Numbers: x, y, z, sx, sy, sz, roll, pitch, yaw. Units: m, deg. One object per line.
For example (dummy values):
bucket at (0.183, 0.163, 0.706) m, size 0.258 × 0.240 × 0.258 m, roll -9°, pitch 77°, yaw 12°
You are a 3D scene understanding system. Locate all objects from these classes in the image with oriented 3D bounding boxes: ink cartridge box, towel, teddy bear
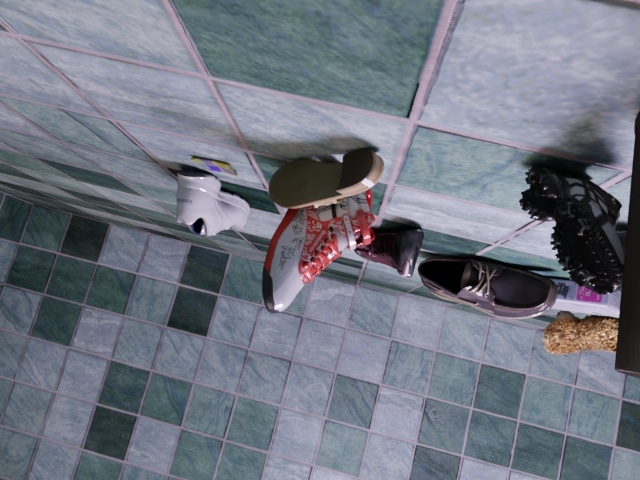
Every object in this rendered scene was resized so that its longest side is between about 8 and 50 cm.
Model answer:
ink cartridge box at (0.613, 0.142, 1.279) m, size 0.186 × 0.065 × 0.311 m, roll 21°, pitch 166°, yaw -40°
towel at (-0.208, -0.147, 0.971) m, size 0.083 × 0.009 × 0.060 m, roll 13°, pitch 172°, yaw 10°
teddy bear at (0.782, 0.234, 1.331) m, size 0.245 × 0.113 × 0.338 m, roll -12°, pitch 179°, yaw -39°

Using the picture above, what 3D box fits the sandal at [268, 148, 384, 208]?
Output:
sandal at (0.017, -0.082, 0.771) m, size 0.079 × 0.088 × 0.240 m, roll 27°, pitch 160°, yaw -38°

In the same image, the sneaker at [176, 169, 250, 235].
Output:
sneaker at (-0.262, -0.067, 1.165) m, size 0.111 × 0.129 × 0.297 m, roll 9°, pitch 171°, yaw 19°

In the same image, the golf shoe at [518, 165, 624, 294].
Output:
golf shoe at (0.297, -0.021, 0.536) m, size 0.094 × 0.198 × 0.077 m, roll 2°, pitch 130°, yaw -4°

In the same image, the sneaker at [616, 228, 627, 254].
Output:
sneaker at (0.454, 0.024, 0.799) m, size 0.077 × 0.071 × 0.178 m, roll 22°, pitch 169°, yaw 24°

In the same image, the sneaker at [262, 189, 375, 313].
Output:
sneaker at (0.007, 0.003, 0.806) m, size 0.145 × 0.270 × 0.090 m, roll 6°, pitch 142°, yaw 16°

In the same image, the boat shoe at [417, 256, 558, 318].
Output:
boat shoe at (0.396, 0.113, 1.228) m, size 0.356 × 0.132 × 0.130 m, roll 4°, pitch 166°, yaw 45°

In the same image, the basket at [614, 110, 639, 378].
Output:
basket at (0.331, 0.012, 0.401) m, size 0.154 × 0.226 × 0.204 m, roll 8°, pitch 170°, yaw 36°

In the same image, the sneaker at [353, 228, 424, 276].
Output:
sneaker at (0.145, 0.020, 1.146) m, size 0.163 × 0.106 × 0.281 m, roll 16°, pitch 172°, yaw 8°
